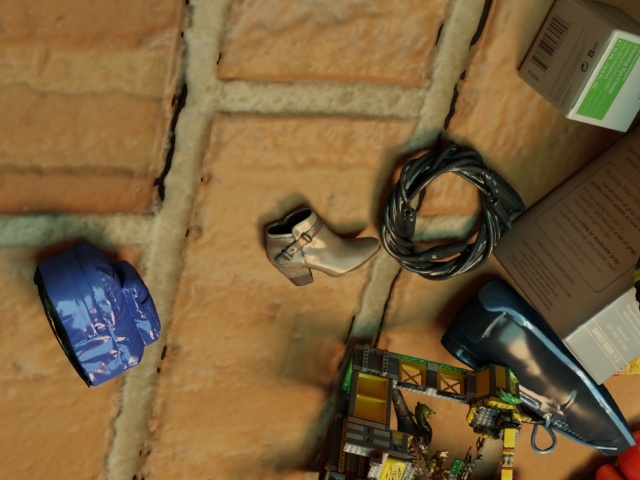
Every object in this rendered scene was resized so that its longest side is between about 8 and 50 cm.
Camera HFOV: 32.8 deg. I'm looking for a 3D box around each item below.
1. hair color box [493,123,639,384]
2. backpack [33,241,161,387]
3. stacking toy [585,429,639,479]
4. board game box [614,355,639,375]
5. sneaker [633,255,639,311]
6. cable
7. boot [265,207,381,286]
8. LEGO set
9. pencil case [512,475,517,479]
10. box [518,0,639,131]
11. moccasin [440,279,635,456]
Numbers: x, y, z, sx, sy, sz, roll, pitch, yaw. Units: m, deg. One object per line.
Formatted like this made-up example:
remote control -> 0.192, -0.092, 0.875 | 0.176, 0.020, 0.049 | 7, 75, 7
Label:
hair color box -> 0.395, -0.033, 1.218 | 0.374, 0.185, 0.113 | -39, 130, 8
backpack -> -0.221, 0.060, 1.069 | 0.101, 0.098, 0.120 | -31, 120, -12
stacking toy -> 0.411, 0.419, 1.622 | 0.141, 0.141, 0.330 | 27, 107, -37
board game box -> 0.460, 0.101, 1.433 | 0.193, 0.045, 0.146 | -1, 116, -25
sneaker -> 0.444, -0.064, 1.027 | 0.147, 0.145, 0.384 | 5, 129, -27
cable -> 0.133, -0.030, 1.201 | 0.150, 0.047, 0.184 | -42, 134, 17
boot -> 0.000, 0.000, 1.159 | 0.118, 0.042, 0.087 | -26, 130, -5
LEGO set -> 0.100, 0.291, 1.281 | 0.255, 0.192, 0.331 | 21, 126, -8
pencil case -> 0.246, 0.408, 1.467 | 0.104, 0.236, 0.104 | 3, 102, 13
box -> 0.277, -0.181, 1.105 | 0.087, 0.102, 0.101 | 8, 121, -32
moccasin -> 0.273, 0.175, 1.382 | 0.117, 0.137, 0.342 | -39, 118, 13
